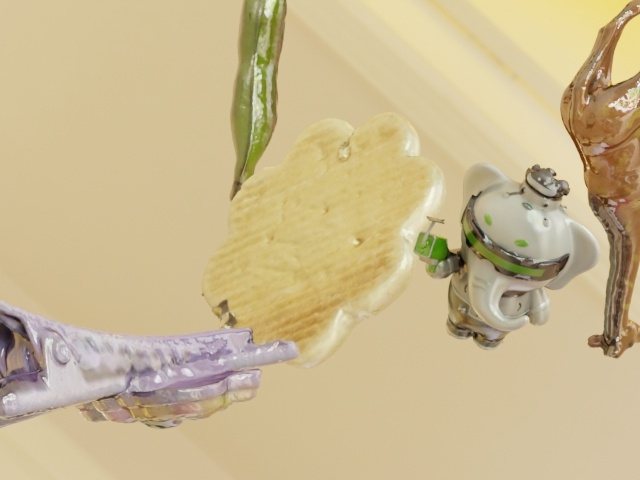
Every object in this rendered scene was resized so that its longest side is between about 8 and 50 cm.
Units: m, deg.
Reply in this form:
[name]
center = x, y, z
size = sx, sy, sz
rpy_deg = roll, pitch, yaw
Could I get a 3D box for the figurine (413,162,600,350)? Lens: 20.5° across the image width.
[figurine]
center = 0.167, 0.013, 1.573
size = 0.126, 0.147, 0.192
rpy_deg = -46, -19, -54

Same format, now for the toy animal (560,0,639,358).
[toy animal]
center = 0.238, -0.042, 1.332
size = 0.230, 0.224, 0.066
rpy_deg = -55, 41, -5

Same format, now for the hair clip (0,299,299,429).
[hair clip]
center = -0.140, 0.091, 1.175
size = 0.278, 0.090, 0.137
rpy_deg = 12, -21, -43

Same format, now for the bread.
[bread]
center = 0.000, 0.000, 1.845
size = 0.316, 0.054, 0.316
rpy_deg = -27, 42, 27

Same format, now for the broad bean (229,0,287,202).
[broad bean]
center = -0.081, -0.214, 2.276
size = 0.077, 0.061, 0.339
rpy_deg = 89, -174, -86
